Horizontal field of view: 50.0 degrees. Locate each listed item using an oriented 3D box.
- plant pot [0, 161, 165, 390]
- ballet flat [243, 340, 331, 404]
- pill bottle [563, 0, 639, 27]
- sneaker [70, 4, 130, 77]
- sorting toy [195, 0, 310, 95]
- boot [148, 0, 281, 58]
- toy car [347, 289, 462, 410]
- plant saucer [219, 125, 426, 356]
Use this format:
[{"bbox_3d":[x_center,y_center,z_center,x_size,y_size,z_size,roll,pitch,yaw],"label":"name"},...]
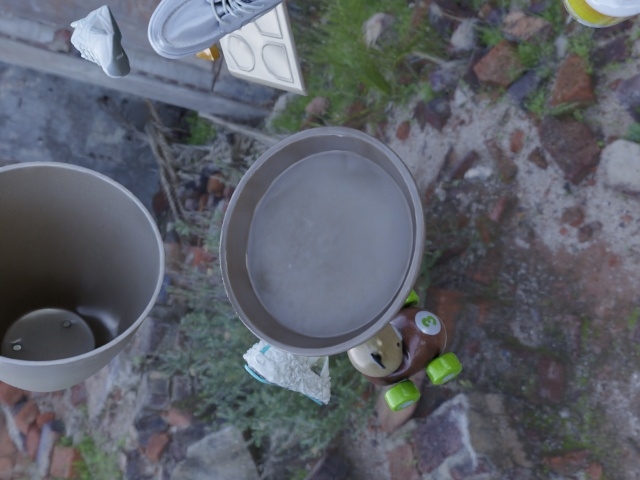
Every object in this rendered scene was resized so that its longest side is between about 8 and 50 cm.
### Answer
[{"bbox_3d":[-0.345,0.086,0.867,0.274,0.256,0.257,122,150,-53],"label":"plant pot"},{"bbox_3d":[-0.044,0.299,1.625,0.409,0.146,0.147,49,-138,-64],"label":"ballet flat"},{"bbox_3d":[0.389,-0.348,0.899,0.215,0.117,0.117,-45,-26,-73],"label":"pill bottle"},{"bbox_3d":[-0.288,-0.251,0.895,0.054,0.061,0.152,74,172,-46],"label":"sneaker"},{"bbox_3d":[-0.151,-0.395,1.279,0.307,0.041,0.229,24,147,38],"label":"sorting toy"},{"bbox_3d":[-0.117,-0.333,0.923,0.258,0.095,0.123,-36,21,-4],"label":"boot"},{"bbox_3d":[0.098,0.148,1.007,0.149,0.188,0.155,-36,62,12],"label":"toy car"},{"bbox_3d":[0.000,0.000,0.829,0.277,0.041,0.278,-6,77,27],"label":"plant saucer"}]
